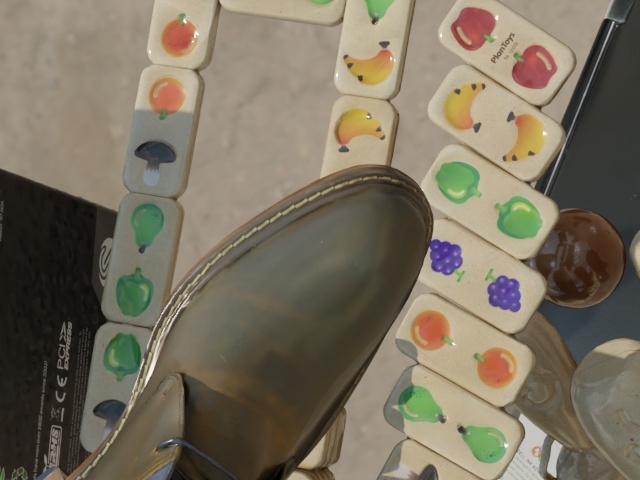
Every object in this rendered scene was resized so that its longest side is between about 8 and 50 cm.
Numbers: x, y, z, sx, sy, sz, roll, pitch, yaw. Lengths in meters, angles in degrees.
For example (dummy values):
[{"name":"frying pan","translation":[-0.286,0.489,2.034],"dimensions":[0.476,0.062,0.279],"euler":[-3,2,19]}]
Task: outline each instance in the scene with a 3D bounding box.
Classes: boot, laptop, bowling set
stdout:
[{"name":"boot","translation":[-0.028,0.078,0.606],"dimensions":[0.082,0.219,0.106],"euler":[36,-172,-26]},{"name":"laptop","translation":[0.286,-0.006,1.466],"dimensions":[0.236,0.382,0.408],"euler":[18,157,16]},{"name":"bowling set","translation":[0.176,0.075,0.945],"dimensions":[0.287,0.200,0.154],"euler":[-28,116,22]}]

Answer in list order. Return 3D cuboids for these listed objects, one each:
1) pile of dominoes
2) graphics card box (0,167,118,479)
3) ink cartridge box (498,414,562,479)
[{"name":"pile of dominoes","translation":[0.000,0.000,0.794],"dimensions":[0.196,0.040,0.251],"euler":[8,88,14]},{"name":"graphics card box","translation":[-0.229,0.062,0.884],"dimensions":[0.094,0.371,0.232],"euler":[-2,79,28]},{"name":"ink cartridge box","translation":[0.219,0.266,1.878],"dimensions":[0.189,0.255,0.097],"euler":[45,173,-2]}]
